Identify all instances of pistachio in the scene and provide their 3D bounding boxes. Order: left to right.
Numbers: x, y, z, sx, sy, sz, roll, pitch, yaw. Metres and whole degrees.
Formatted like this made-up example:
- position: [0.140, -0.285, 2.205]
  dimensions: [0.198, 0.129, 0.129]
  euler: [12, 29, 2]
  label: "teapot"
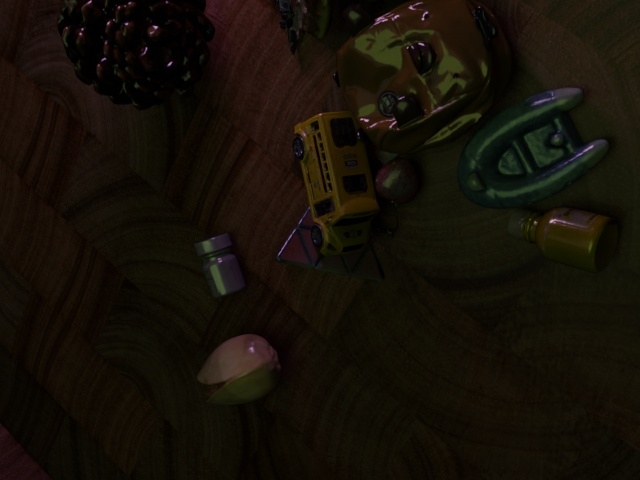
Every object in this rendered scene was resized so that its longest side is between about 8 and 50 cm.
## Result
- position: [-0.231, 0.372, 2.236]
  dimensions: [0.299, 0.187, 0.187]
  euler: [-31, 86, 39]
  label: "pistachio"

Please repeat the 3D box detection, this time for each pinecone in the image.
- position: [-0.474, -0.531, 2.026]
  dimensions: [0.398, 0.398, 0.397]
  euler: [10, 109, 30]
  label: "pinecone"

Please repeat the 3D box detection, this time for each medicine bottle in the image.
- position: [-0.281, 0.071, 2.230]
  dimensions: [0.105, 0.105, 0.168]
  euler: [-15, 96, 34]
  label: "medicine bottle"
- position: [0.510, -0.014, 1.695]
  dimensions: [0.213, 0.122, 0.121]
  euler: [19, 114, 40]
  label: "medicine bottle"

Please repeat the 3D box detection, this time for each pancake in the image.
- position: [-0.052, -0.655, 1.755]
  dimensions: [0.426, 0.067, 0.305]
  euler: [68, 157, 5]
  label: "pancake"

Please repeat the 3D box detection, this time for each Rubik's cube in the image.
- position: [0.001, -0.002, 2.008]
  dimensions: [0.233, 0.228, 0.228]
  euler: [-22, 136, 1]
  label: "Rubik's cube"

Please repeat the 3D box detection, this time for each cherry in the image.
- position: [0.168, -0.103, 1.902]
  dimensions: [0.090, 0.107, 0.225]
  euler: [-110, 34, -51]
  label: "cherry"

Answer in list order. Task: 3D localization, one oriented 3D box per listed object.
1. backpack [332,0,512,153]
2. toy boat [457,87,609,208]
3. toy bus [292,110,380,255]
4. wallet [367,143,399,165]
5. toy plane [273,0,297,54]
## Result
- position: [0.215, -0.376, 1.724]
  dimensions: [0.378, 0.201, 0.353]
  euler: [-31, 82, 28]
  label: "backpack"
- position: [0.433, -0.183, 1.695]
  dimensions: [0.330, 0.123, 0.215]
  euler: [-24, 92, 34]
  label: "toy boat"
- position: [0.045, -0.135, 1.890]
  dimensions: [0.151, 0.145, 0.331]
  euler: [-20, 81, 59]
  label: "toy bus"
- position: [0.185, -0.275, 1.885]
  dimensions: [0.103, 0.020, 0.196]
  euler: [49, 123, 11]
  label: "wallet"
- position: [-0.079, -0.575, 1.930]
  dimensions: [0.169, 0.078, 0.246]
  euler: [11, 109, 29]
  label: "toy plane"
